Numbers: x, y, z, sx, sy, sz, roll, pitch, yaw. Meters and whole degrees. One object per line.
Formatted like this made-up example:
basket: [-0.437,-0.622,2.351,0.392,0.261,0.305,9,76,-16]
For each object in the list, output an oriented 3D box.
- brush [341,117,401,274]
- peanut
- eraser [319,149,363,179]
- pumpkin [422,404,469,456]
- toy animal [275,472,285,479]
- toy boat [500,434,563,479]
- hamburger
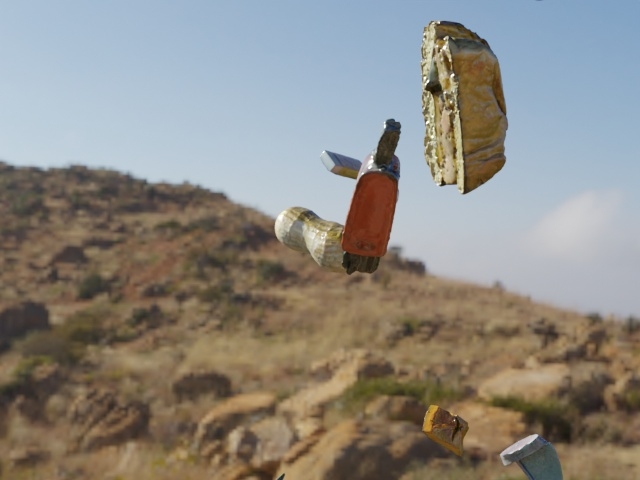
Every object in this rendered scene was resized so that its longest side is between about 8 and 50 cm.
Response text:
brush: [0.077,-0.058,1.575,0.070,0.051,0.323,10,-37,-2]
peanut: [0.000,0.000,2.021,0.206,0.087,0.087,26,13,37]
eraser: [0.038,-0.115,1.734,0.083,0.038,0.019,12,-52,-49]
pumpkin: [0.257,0.380,2.272,0.101,0.073,0.035,28,-30,-1]
toy animal: [-0.028,0.487,2.098,0.202,0.070,0.105,15,20,8]
toy boat: [0.338,0.356,1.705,0.096,0.122,0.034,-38,-1,39]
hamburger: [0.224,-0.216,1.756,0.130,0.262,0.124,-16,22,-23]
